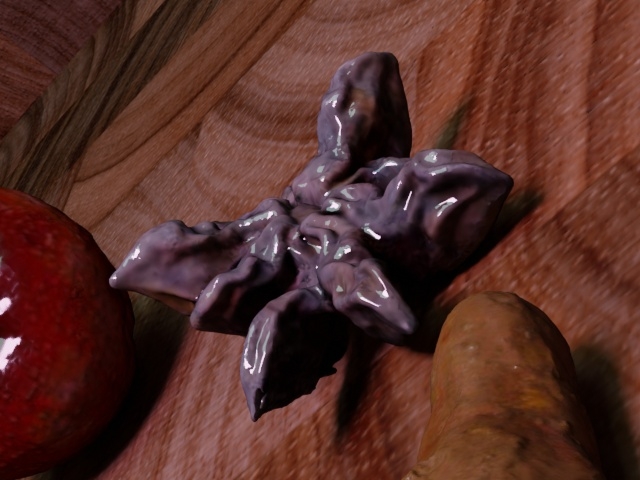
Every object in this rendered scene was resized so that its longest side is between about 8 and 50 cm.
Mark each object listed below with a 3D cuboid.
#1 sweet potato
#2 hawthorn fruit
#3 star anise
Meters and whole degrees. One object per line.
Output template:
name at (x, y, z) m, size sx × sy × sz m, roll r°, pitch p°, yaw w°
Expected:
sweet potato at (0.060, 0.134, 0.472) m, size 0.106 × 0.095 × 0.354 m, roll -50°, pitch 18°, yaw 21°
hawthorn fruit at (-0.247, 0.079, 1.113) m, size 0.210 × 0.230 × 0.266 m, roll -39°, pitch -12°, yaw -6°
star anise at (-0.003, 0.003, 0.820) m, size 0.212 × 0.129 × 0.283 m, roll -35°, pitch 25°, yaw 1°
